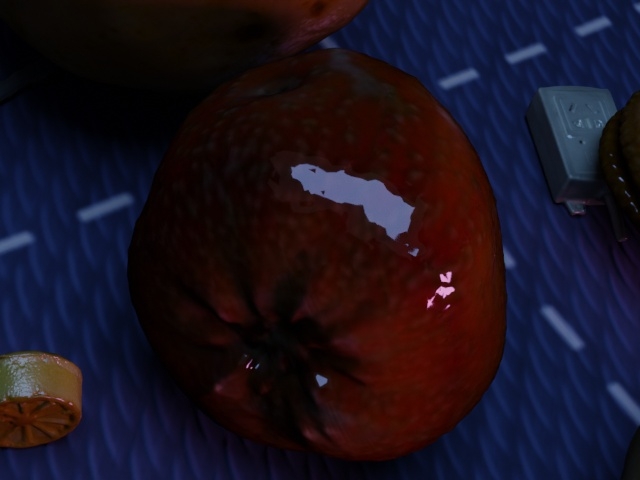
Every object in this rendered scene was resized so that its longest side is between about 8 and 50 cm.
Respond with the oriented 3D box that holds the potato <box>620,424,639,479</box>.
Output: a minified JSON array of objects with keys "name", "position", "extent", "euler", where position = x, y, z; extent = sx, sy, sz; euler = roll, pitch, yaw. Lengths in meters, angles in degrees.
[{"name":"potato","position":[0.347,0.164,0.930],"extent":[0.221,0.326,0.243],"euler":[35,5,-34]}]

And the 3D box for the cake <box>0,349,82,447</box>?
[{"name":"cake","position":[-0.205,0.108,0.943],"extent":[0.084,0.084,0.044],"euler":[-4,58,-17]}]

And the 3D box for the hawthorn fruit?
[{"name":"hawthorn fruit","position":[0.000,0.000,0.970],"extent":[0.275,0.275,0.299],"euler":[7,43,-10]}]

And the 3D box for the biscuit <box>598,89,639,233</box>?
[{"name":"biscuit","position":[0.334,-0.040,1.174],"extent":[0.220,0.066,0.220],"euler":[19,47,-23]}]

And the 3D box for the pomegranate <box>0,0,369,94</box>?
[{"name":"pomegranate","position":[-0.110,-0.293,1.104],"extent":[0.410,0.410,0.410],"euler":[7,53,-10]}]

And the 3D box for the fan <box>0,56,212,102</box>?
[{"name":"fan","position":[-0.168,-0.193,1.219],"extent":[0.229,0.011,0.335],"euler":[42,55,17]}]

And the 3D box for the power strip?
[{"name":"power strip","position":[0.239,-0.068,1.215],"extent":[0.075,0.042,0.175],"euler":[-1,55,-17]}]
